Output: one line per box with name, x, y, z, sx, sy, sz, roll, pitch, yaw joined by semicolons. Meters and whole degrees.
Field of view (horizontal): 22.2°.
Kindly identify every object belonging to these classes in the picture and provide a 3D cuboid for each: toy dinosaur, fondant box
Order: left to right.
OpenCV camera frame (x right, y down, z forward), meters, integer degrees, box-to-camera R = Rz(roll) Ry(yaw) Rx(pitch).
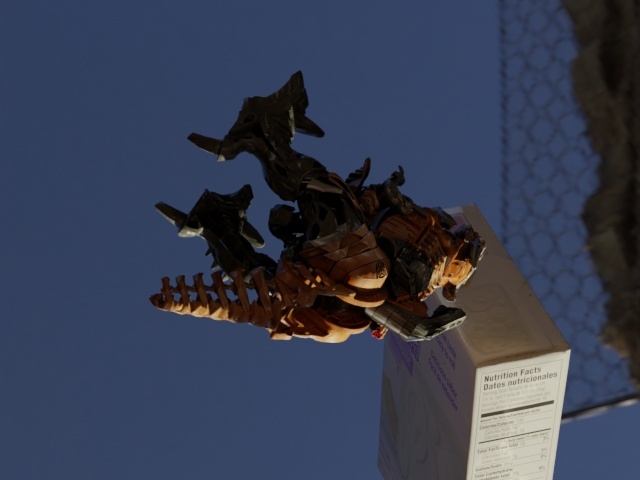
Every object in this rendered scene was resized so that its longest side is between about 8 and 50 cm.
toy dinosaur;0.000;0.000;1.248;0.218;0.164;0.322;46;-165;22
fondant box;0.138;0.166;1.576;0.096;0.330;0.238;-8;-144;-15
